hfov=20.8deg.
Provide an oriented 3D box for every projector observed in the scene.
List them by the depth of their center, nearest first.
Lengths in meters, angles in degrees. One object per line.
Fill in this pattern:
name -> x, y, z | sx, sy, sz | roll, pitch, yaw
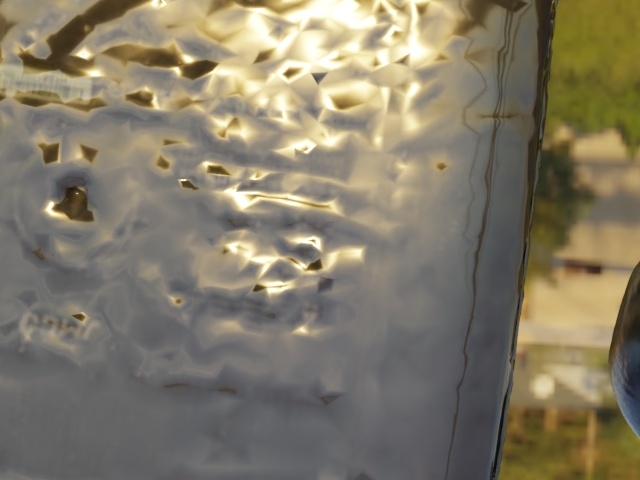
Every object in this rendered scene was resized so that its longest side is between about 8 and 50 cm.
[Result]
projector -> -0.095, -0.027, 0.853 | 0.395, 0.405, 0.242 | 8, -175, 4

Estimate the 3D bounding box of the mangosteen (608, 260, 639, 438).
mangosteen -> 0.386, 0.121, 1.535 | 0.275, 0.302, 0.275 | 4, 130, 4
